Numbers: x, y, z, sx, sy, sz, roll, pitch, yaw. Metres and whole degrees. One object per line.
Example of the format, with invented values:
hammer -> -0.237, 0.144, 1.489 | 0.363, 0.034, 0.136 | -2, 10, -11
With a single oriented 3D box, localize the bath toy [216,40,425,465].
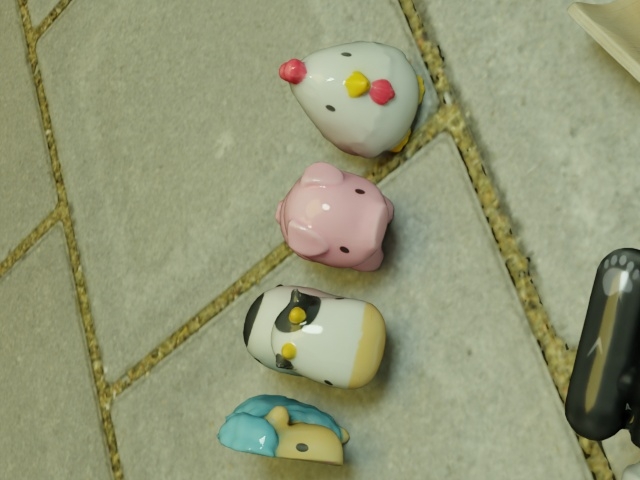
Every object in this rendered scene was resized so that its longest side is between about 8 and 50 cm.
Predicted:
bath toy -> 0.000, 0.000, 1.016 | 0.151, 0.129, 0.348 | 5, 82, 47

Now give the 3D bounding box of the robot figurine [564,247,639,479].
robot figurine -> 0.268, 0.080, 0.688 | 0.209, 0.173, 0.278 | 17, 91, 50

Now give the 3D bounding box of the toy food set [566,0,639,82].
toy food set -> 0.314, -0.203, 0.776 | 0.306, 0.092, 0.219 | -53, 47, 21
